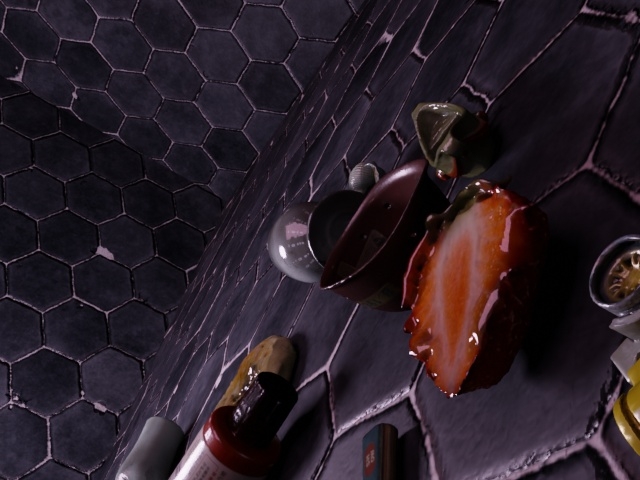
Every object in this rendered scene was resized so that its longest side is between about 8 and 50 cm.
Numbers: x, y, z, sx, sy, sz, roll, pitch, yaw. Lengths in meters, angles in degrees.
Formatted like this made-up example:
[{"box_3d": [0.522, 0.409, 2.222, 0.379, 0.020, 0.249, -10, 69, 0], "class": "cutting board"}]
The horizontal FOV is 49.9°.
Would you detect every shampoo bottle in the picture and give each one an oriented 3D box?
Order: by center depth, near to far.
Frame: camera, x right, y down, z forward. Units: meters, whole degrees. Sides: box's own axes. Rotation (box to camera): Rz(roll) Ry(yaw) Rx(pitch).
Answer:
[{"box_3d": [-0.122, 0.288, 0.880, 0.278, 0.104, 0.104, -58, 13, 16], "class": "shampoo bottle"}]

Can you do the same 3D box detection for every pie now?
[{"box_3d": [-0.107, 0.232, 1.070, 0.218, 0.052, 0.185, -51, 10, 28], "class": "pie"}]

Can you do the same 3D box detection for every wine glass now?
[{"box_3d": [0.000, 0.000, 0.995, 0.126, 0.126, 0.241, -64, 14, -14], "class": "wine glass"}, {"box_3d": [-0.359, 0.476, 1.393, 0.103, 0.103, 0.231, -50, 15, 39], "class": "wine glass"}]

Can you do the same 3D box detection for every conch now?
[{"box_3d": [0.077, -0.076, 1.015, 0.076, 0.056, 0.085, 0, 91, 57], "class": "conch"}]

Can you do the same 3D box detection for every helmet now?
[{"box_3d": [0.088, 0.006, 0.676, 0.175, 0.106, 0.155, -49, 12, 48], "class": "helmet"}]

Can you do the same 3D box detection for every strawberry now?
[{"box_3d": [0.126, 0.038, 0.532, 0.146, 0.082, 0.187, 128, 159, -54], "class": "strawberry"}]

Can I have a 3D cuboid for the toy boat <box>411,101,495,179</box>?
[{"box_3d": [0.150, -0.114, 0.777, 0.089, 0.071, 0.185, -56, 14, 17], "class": "toy boat"}]

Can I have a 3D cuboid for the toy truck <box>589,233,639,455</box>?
[{"box_3d": [0.207, 0.002, 0.262, 0.227, 0.098, 0.114, -58, 17, 23], "class": "toy truck"}]

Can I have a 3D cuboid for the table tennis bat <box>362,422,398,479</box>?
[{"box_3d": [0.043, 0.262, 0.500, 0.173, 0.022, 0.301, -51, 18, 34], "class": "table tennis bat"}]
